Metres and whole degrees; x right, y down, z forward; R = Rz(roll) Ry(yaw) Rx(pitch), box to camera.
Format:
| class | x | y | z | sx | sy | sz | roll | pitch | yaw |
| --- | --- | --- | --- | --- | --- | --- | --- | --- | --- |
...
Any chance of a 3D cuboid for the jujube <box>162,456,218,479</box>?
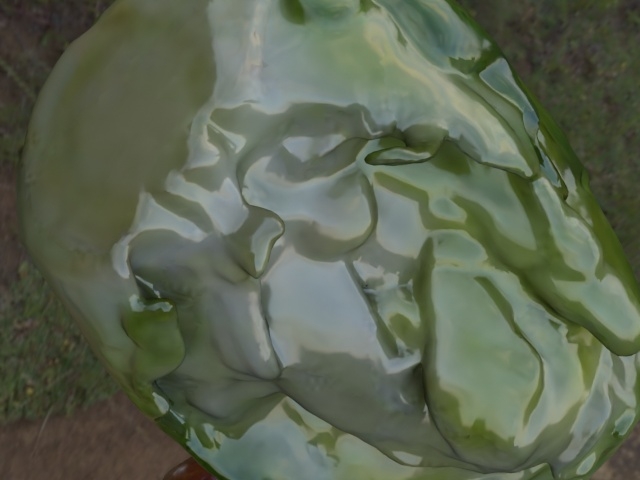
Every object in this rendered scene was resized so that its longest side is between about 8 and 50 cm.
| class | x | y | z | sx | sy | sz | roll | pitch | yaw |
| --- | --- | --- | --- | --- | --- | --- | --- | --- | --- |
| jujube | -0.022 | 0.264 | 0.997 | 0.190 | 0.190 | 0.255 | -23 | 94 | -28 |

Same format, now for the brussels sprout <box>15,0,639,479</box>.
| class | x | y | z | sx | sy | sz | roll | pitch | yaw |
| --- | --- | --- | --- | --- | --- | --- | --- | --- | --- |
| brussels sprout | 0.000 | 0.000 | 0.697 | 0.276 | 0.371 | 0.315 | -40 | 45 | 8 |
